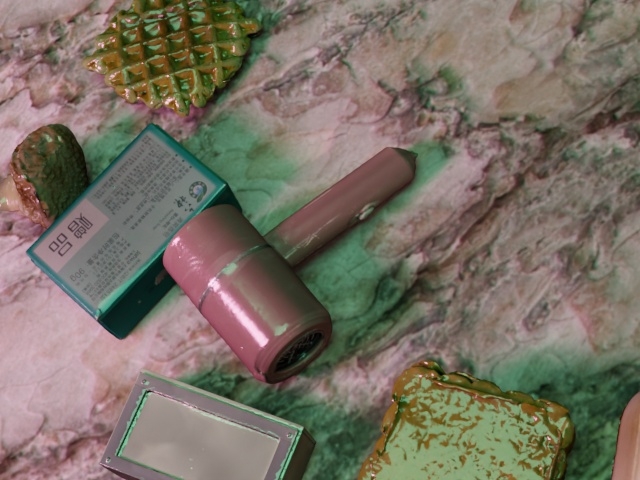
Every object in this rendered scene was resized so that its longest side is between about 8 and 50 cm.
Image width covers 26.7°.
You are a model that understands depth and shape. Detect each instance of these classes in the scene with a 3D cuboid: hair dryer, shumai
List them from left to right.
[{"bbox_3d":[-0.383,-0.075,1.814,0.116,0.145,0.145,-6,67,26],"label":"shumai"},{"bbox_3d":[0.000,0.000,1.711,0.352,0.125,0.210,-37,67,-11],"label":"hair dryer"}]

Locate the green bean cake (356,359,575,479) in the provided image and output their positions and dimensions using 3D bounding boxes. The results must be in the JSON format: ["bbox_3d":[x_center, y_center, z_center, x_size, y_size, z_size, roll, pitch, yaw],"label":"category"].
[{"bbox_3d":[0.169,0.271,1.554,0.224,0.131,0.229,14,75,19],"label":"green bean cake"}]

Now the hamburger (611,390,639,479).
[{"bbox_3d":[0.409,0.254,1.499,0.116,0.173,0.210,-9,60,50],"label":"hamburger"}]

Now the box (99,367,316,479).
[{"bbox_3d":[-0.137,0.258,1.647,0.225,0.086,0.129,17,73,18],"label":"box"}]

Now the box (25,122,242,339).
[{"bbox_3d":[-0.242,-0.012,1.772,0.153,0.092,0.245,40,80,23],"label":"box"}]

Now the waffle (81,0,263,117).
[{"bbox_3d":[-0.206,-0.274,1.887,0.208,0.054,0.214,28,71,24],"label":"waffle"}]
